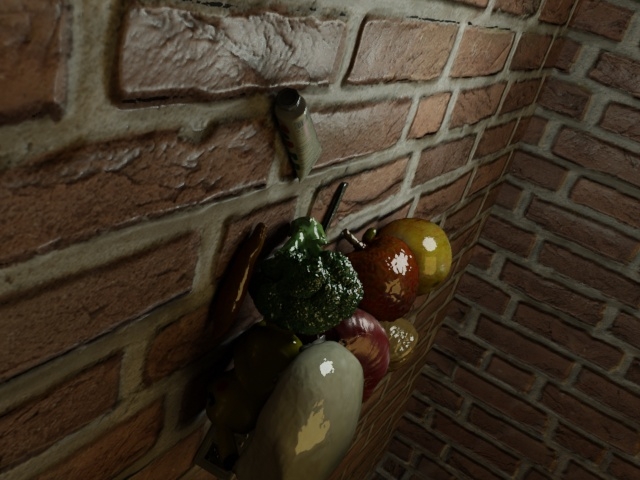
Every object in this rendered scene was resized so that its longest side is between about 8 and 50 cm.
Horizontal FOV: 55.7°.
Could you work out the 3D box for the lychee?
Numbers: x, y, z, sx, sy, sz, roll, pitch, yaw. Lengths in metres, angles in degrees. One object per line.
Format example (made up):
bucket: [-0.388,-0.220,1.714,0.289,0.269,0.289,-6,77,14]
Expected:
lychee: [0.151,0.094,1.720,0.255,0.300,0.255,-29,178,-1]

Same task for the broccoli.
broccoli: [-0.035,0.081,1.332,0.270,0.270,0.270,72,14,-60]

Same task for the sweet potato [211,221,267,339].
sweet potato: [-0.170,0.086,1.248,0.057,0.057,0.264,7,108,-66]

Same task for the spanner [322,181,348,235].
spanner: [0.000,0.000,1.548,0.325,0.026,0.093,-65,158,5]

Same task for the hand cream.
hand cream: [-0.039,-0.206,1.199,0.095,0.059,0.276,-57,162,-14]

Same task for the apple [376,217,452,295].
apple: [0.280,0.050,1.911,0.264,0.264,0.264,-46,153,-32]

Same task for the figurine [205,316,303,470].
figurine: [-0.159,0.332,1.408,0.326,0.169,0.218,-53,-177,-4]

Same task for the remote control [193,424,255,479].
remote control: [-0.199,0.450,1.542,0.313,0.109,0.055,-61,172,-1]

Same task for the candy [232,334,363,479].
candy: [-0.015,0.407,1.358,0.427,0.186,0.386,-22,133,-66]

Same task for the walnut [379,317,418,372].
walnut: [0.263,0.396,2.333,0.228,0.228,0.228,-46,153,-32]

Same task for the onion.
onion: [0.014,0.309,1.678,0.348,0.285,0.347,-8,124,-12]
